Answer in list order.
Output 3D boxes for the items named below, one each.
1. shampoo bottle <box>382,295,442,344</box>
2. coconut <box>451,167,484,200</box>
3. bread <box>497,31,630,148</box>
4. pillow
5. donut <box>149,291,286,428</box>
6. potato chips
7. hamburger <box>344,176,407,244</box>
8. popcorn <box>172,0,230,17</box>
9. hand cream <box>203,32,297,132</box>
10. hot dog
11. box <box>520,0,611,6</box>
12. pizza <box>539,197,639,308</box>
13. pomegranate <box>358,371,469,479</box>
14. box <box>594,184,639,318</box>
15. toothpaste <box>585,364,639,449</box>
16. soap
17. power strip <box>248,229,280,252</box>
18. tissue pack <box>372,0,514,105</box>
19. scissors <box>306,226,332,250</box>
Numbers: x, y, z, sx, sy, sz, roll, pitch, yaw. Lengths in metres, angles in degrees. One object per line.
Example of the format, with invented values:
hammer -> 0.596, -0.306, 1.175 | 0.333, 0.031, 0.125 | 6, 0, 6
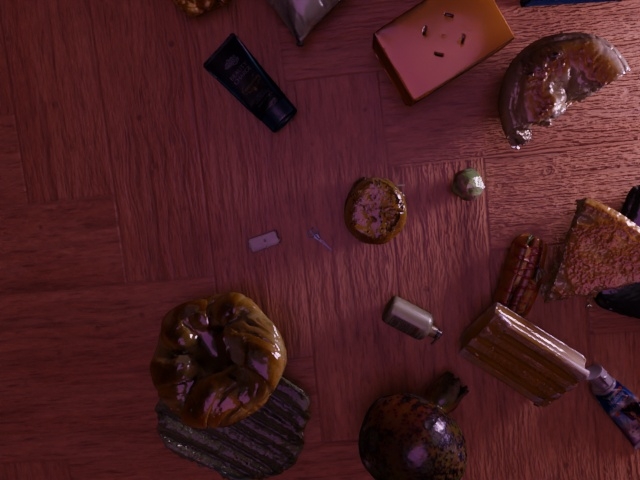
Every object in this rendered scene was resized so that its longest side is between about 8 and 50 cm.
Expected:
shampoo bottle -> 0.249, 0.215, 1.370 | 0.162, 0.079, 0.079 | 27, 97, 0
coconut -> 0.378, -0.142, 1.325 | 0.081, 0.082, 0.083 | -16, 93, 1
bread -> 0.545, -0.383, 1.247 | 0.314, 0.171, 0.192 | -36, 90, 5
pillow -> -0.040, -0.698, 1.275 | 0.310, 0.119, 0.312 | -42, 90, 10
donut -> -0.257, 0.302, 1.327 | 0.361, 0.170, 0.360 | -3, 73, 10
potato chips -> -0.237, 0.487, 1.431 | 0.429, 0.070, 0.358 | 28, 97, 0
hamburger -> 0.145, -0.085, 1.330 | 0.185, 0.113, 0.177 | -38, 91, 7
popcorn -> -0.308, -0.647, 1.282 | 0.180, 0.180, 0.170 | -20, 72, 5
hand cream -> -0.181, -0.407, 1.352 | 0.120, 0.061, 0.270 | -44, 84, 11
hot dog -> 0.524, 0.107, 1.346 | 0.104, 0.076, 0.250 | 18, 95, 1
box -> 0.626, -0.725, 1.235 | 0.262, 0.116, 0.278 | -2, 95, 2
pizza -> 0.665, 0.051, 1.288 | 0.288, 0.075, 0.280 | -39, 69, 13
pomegranate -> 0.262, 0.483, 1.329 | 0.285, 0.285, 0.340 | 40, 66, -1
box -> 0.914, 0.050, 1.311 | 0.350, 0.091, 0.359 | 18, 97, 2
toothpaste -> 0.806, 0.444, 1.378 | 0.096, 0.061, 0.266 | -42, 98, 5
soap -> 0.517, 0.298, 1.332 | 0.274, 0.089, 0.173 | 33, 125, -2
power strip -> -0.153, 0.002, 1.404 | 0.090, 0.016, 0.040 | -19, 95, 6
tissue pack -> 0.293, -0.483, 1.267 | 0.275, 0.145, 0.194 | -31, 92, 6
scissors -> 0.000, 0.000, 1.400 | 0.083, 0.006, 0.036 | 43, 98, -2
